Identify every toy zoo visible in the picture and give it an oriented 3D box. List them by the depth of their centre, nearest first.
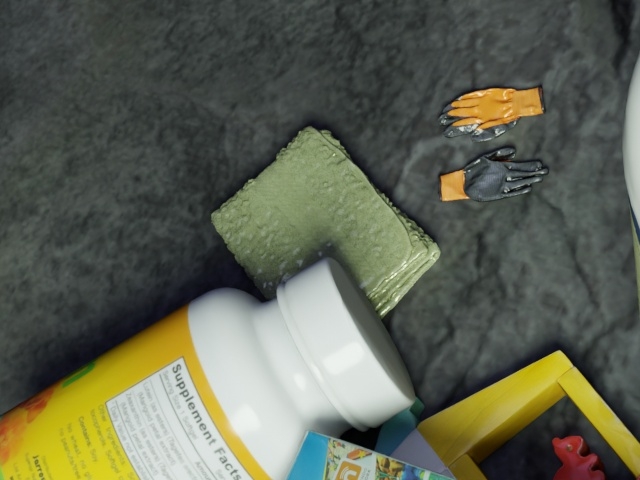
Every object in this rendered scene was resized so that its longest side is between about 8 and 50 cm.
[{"bbox_3d":[0.122,0.194,0.791,0.192,0.030,0.293,-38,57,3],"label":"toy zoo"}]

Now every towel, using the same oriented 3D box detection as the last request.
[{"bbox_3d":[0.000,0.000,0.941,0.110,0.027,0.148,-42,58,0],"label":"towel"}]

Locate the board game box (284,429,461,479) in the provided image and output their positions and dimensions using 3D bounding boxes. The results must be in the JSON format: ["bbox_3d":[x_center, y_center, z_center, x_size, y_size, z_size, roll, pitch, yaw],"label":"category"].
[{"bbox_3d":[0.085,0.244,0.682,0.303,0.097,0.224,12,71,39],"label":"board game box"}]

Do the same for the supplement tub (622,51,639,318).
[{"bbox_3d":[0.257,0.027,0.624,0.235,0.325,0.235,-7,58,11],"label":"supplement tub"}]

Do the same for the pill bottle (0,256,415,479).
[{"bbox_3d":[-0.074,0.113,0.849,0.246,0.136,0.136,-31,58,8],"label":"pill bottle"}]

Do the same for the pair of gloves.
[{"bbox_3d":[0.112,-0.063,0.933,0.074,0.010,0.083,-8,64,19],"label":"pair of gloves"}]
